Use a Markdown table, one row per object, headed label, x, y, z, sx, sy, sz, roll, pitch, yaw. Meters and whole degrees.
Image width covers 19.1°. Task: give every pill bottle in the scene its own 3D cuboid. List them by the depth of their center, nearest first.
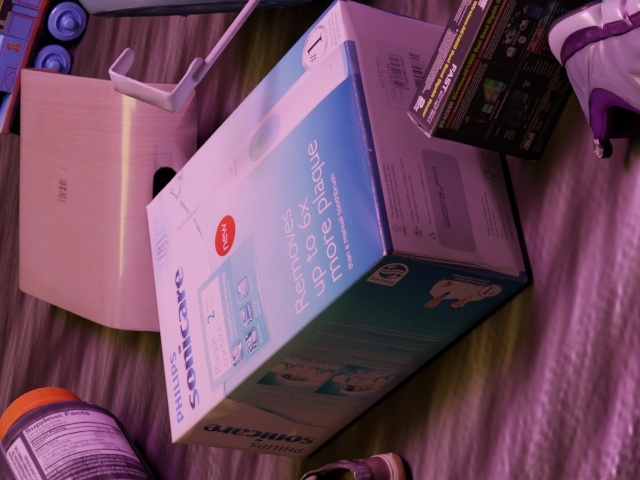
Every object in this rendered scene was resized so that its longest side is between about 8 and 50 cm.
| label | x | y | z | sx | sy | sz | roll | pitch | yaw |
| --- | --- | --- | --- | --- | --- | --- | --- | --- | --- |
| pill bottle | -0.207 | 0.225 | 1.649 | 0.246 | 0.130 | 0.130 | 49 | 121 | 53 |

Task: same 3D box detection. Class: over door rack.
| label | x | y | z | sx | sy | sz | roll | pitch | yaw |
| --- | --- | --- | --- | --- | --- | --- | --- | --- | --- |
| over door rack | -0.021 | -0.252 | 1.301 | 0.108 | 0.324 | 0.239 | 34 | 155 | 27 |

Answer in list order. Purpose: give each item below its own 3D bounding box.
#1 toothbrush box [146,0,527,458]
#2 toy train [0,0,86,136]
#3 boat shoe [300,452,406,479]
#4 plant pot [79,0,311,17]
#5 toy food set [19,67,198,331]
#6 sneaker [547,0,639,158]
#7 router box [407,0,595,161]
| label | x | y | z | sx | sy | sz | roll | pitch | yaw |
| --- | --- | --- | --- | --- | --- | --- | --- | --- | --- |
| toothbrush box | 0.000 | 0.000 | 1.396 | 0.295 | 0.126 | 0.216 | -43 | 46 | 45 |
| toy train | -0.317 | -0.199 | 1.982 | 0.080 | 0.105 | 0.184 | 42 | 115 | 55 |
| boat shoe | 0.003 | 0.190 | 1.399 | 0.152 | 0.049 | 0.056 | -40 | 49 | 46 |
| plant pot | -0.101 | -0.300 | 1.523 | 0.293 | 0.293 | 0.235 | 3 | 98 | 58 |
| toy food set | -0.200 | -0.046 | 1.785 | 0.306 | 0.092 | 0.220 | 14 | 103 | 60 |
| sneaker | 0.231 | -0.119 | 1.134 | 0.223 | 0.083 | 0.098 | -24 | 81 | 58 |
| router box | 0.125 | -0.120 | 1.266 | 0.038 | 0.092 | 0.122 | 50 | 122 | 52 |
